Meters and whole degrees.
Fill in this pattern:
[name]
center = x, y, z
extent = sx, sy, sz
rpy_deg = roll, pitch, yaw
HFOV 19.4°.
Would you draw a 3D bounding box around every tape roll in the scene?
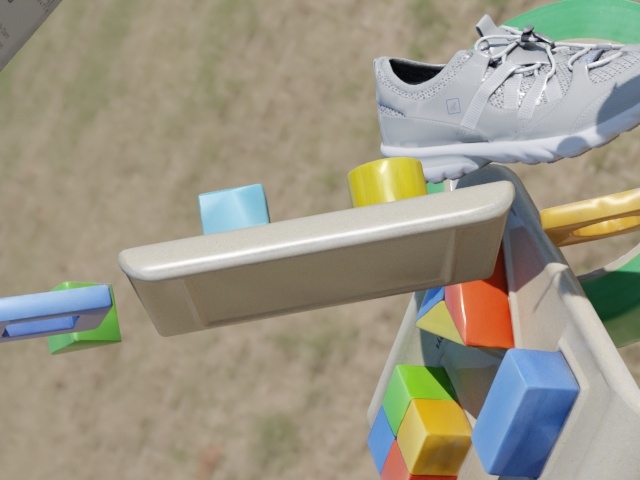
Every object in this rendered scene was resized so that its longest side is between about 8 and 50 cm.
[tape roll]
center = 0.236, -0.061, 1.705
extent = 0.321, 0.077, 0.321
rpy_deg = -11, 66, 26

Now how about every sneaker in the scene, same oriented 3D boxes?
[sneaker]
center = 0.155, -0.121, 1.440
extent = 0.281, 0.115, 0.105
rpy_deg = -13, 12, 30

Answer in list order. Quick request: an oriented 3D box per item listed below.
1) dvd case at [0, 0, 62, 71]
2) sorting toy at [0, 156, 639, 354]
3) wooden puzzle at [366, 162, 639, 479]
[dvd case]
center = -0.238, -0.088, 0.933
extent = 0.239, 0.029, 0.179
rpy_deg = -51, -25, -9
[sorting toy]
center = 0.000, 0.000, 0.919
extent = 0.196, 0.347, 0.047
rpy_deg = 86, 174, -80
[wooden puzzle]
center = 0.132, 0.155, 1.540
extent = 0.348, 0.080, 0.322
rpy_deg = -118, 39, -47
